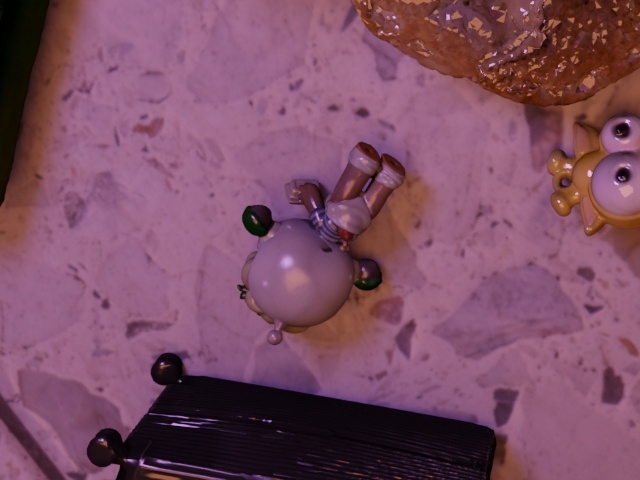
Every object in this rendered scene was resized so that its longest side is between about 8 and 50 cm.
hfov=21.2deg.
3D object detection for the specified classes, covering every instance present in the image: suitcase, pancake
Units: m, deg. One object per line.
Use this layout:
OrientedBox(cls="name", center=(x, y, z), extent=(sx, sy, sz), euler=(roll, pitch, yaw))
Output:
OrientedBox(cls="suitcase", center=(-0.018, 0.229, 1.508), extent=(0.335, 0.229, 0.152), euler=(9, 107, 8))
OrientedBox(cls="pancake", center=(0.181, -0.304, 1.385), extent=(0.387, 0.082, 0.386), euler=(0, 99, 0))

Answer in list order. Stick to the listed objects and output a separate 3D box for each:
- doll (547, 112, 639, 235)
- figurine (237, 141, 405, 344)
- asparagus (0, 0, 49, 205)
OrientedBox(cls="doll", center=(0.337, -0.068, 1.443), extent=(0.291, 0.086, 0.117), euler=(-5, 65, 13))
OrientedBox(cls="figurine", center=(-0.001, 0.000, 1.518), extent=(0.147, 0.093, 0.197), euler=(27, 101, -22))
OrientedBox(cls="asparagus", center=(-0.293, -0.204, 1.491), extent=(0.108, 0.128, 0.382), euler=(34, 113, 43))
